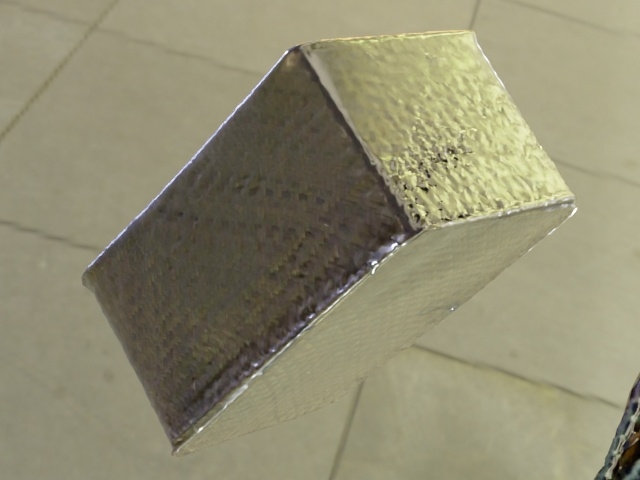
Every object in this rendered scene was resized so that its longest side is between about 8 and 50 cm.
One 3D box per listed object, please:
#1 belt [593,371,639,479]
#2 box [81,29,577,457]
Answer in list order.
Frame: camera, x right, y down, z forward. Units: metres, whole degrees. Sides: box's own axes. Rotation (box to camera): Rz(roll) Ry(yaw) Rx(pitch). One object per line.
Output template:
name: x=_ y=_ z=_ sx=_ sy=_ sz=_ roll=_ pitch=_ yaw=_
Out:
belt: x=0.225 y=0.203 z=0.750 sx=0.206 sy=0.160 sz=0.295 roll=12 pitch=60 yaw=24
box: x=0.001 y=0.002 z=0.954 sx=0.184 sy=0.273 sz=0.143 roll=-11 pitch=65 yaw=-47
